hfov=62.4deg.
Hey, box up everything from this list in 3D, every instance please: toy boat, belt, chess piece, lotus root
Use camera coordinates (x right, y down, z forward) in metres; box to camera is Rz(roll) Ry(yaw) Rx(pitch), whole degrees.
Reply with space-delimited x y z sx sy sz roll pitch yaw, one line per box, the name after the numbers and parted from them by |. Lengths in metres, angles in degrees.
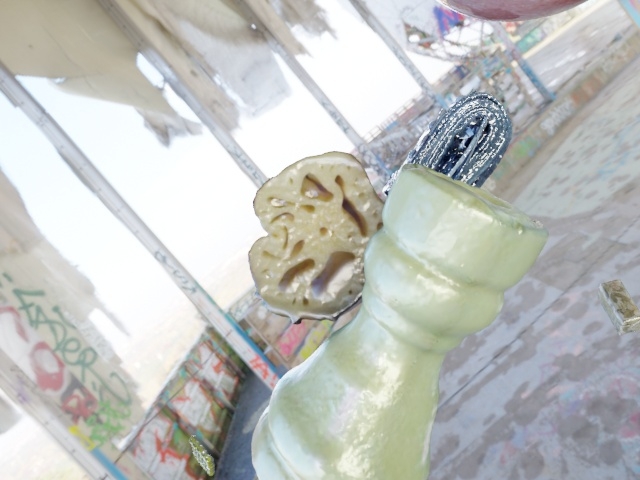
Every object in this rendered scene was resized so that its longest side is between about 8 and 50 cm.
-0.235 0.431 1.054 0.016 0.063 0.115 -36 -25 -30 | toy boat
0.203 -0.123 0.813 0.218 0.122 0.128 -55 4 7 | belt
0.096 0.136 0.669 0.441 0.234 0.234 -64 -1 17 | chess piece
0.000 0.000 1.022 0.316 0.316 0.250 -40 -9 5 | lotus root

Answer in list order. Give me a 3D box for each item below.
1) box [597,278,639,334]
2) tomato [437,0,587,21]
0.589 0.131 1.042 0.045 0.062 0.098 -17 53 9 | box
0.173 -0.332 0.479 0.227 0.270 0.270 -30 6 2 | tomato
